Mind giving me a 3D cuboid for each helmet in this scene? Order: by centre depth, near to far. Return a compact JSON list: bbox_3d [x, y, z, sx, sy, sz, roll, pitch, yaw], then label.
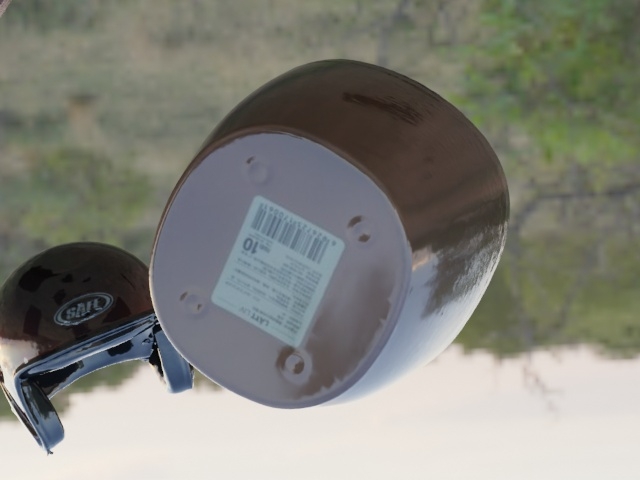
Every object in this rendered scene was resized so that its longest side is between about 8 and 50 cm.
[{"bbox_3d":[-0.238,0.098,1.916,0.189,0.193,0.216,-22,169,-12],"label":"helmet"}]

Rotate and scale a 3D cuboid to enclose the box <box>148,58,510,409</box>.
[{"bbox_3d":[0.000,0.000,1.649,0.301,0.301,0.216,-3,-171,19],"label":"box"}]

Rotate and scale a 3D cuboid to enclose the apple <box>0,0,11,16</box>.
[{"bbox_3d":[-0.310,-0.218,1.174,0.305,0.306,0.235,-3,169,6],"label":"apple"}]
